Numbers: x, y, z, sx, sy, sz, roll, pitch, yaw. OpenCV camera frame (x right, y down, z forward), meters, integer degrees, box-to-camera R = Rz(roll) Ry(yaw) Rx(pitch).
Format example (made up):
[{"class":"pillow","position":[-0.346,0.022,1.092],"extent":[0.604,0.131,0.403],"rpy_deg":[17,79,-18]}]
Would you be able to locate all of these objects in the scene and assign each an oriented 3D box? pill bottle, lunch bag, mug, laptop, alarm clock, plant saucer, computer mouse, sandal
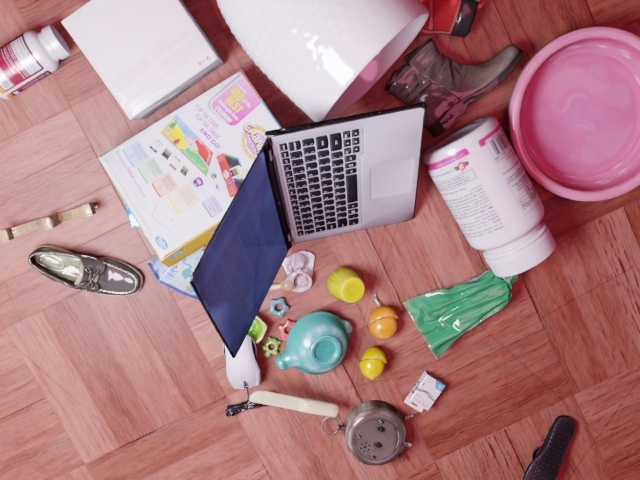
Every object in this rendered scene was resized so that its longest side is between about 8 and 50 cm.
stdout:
[{"class":"pill bottle","position":[-0.549,-0.336,1.366],"extent":[0.152,0.086,0.086],"rpy_deg":[-30,100,2]},{"class":"lunch bag","position":[-0.239,0.044,1.444],"extent":[0.151,0.096,0.129],"rpy_deg":[33,98,-37]},{"class":"mug","position":[0.004,-0.437,1.255],"extent":[0.328,0.276,0.374],"rpy_deg":[44,132,1]},{"class":"laptop","position":[0.000,0.000,1.273],"extent":[0.408,0.382,0.236],"rpy_deg":[-11,64,-2]},{"class":"alarm clock","position":[0.096,0.404,1.539],"extent":[0.192,0.064,0.129],"rpy_deg":[10,99,-1]},{"class":"plant saucer","position":[0.526,-0.245,1.439],"extent":[0.332,0.084,0.332],"rpy_deg":[0,100,-2]},{"class":"computer mouse","position":[-0.157,0.276,1.486],"extent":[0.106,0.042,0.193],"rpy_deg":[-10,119,-1]},{"class":"sandal","position":[0.492,0.460,1.583],"extent":[0.067,0.040,0.179],"rpy_deg":[33,82,-13]},{"class":"pill bottle","position":[0.330,-0.082,1.416],"extent":[0.160,0.160,0.283],"rpy_deg":[-30,99,2]}]

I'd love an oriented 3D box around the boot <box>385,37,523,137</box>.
[{"class":"boot","position":[0.257,-0.332,1.415],"extent":[0.246,0.083,0.161],"rpy_deg":[-41,93,3]}]

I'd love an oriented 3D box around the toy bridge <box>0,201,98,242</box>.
[{"class":"toy bridge","position":[-0.524,-0.038,1.428],"extent":[0.188,0.063,0.026],"rpy_deg":[-17,100,-1]}]

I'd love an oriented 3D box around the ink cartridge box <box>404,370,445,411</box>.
[{"class":"ink cartridge box","position":[0.219,0.324,1.546],"extent":[0.048,0.028,0.083],"rpy_deg":[32,97,-7]}]

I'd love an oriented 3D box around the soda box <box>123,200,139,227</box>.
[{"class":"soda box","position":[-0.273,-0.087,1.432],"extent":[0.210,0.067,0.071],"rpy_deg":[-15,100,-1]}]

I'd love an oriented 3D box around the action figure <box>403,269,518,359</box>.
[{"class":"action figure","position":[0.303,0.127,1.500],"extent":[0.232,0.063,0.137],"rpy_deg":[-30,98,6]}]

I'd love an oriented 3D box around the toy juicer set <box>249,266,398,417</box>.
[{"class":"toy juicer set","position":[0.024,0.233,1.498],"extent":[0.209,0.089,0.329],"rpy_deg":[38,87,-21]}]

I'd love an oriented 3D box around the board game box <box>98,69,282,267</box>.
[{"class":"board game box","position":[-0.213,-0.135,1.361],"extent":[0.316,0.064,0.242],"rpy_deg":[-32,75,-5]}]

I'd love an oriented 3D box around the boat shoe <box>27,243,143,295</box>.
[{"class":"boat shoe","position":[-0.466,0.066,1.444],"extent":[0.224,0.073,0.080],"rpy_deg":[17,98,-5]}]

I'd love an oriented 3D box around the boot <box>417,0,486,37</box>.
[{"class":"boot","position":[0.229,-0.510,1.380],"extent":[0.176,0.088,0.244],"rpy_deg":[0,108,-3]}]

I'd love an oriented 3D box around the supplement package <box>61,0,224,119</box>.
[{"class":"supplement package","position":[-0.317,-0.359,1.341],"extent":[0.194,0.149,0.203],"rpy_deg":[-34,100,3]}]

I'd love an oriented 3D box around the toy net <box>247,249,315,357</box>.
[{"class":"toy net","position":[-0.075,0.128,1.489],"extent":[0.122,0.045,0.232],"rpy_deg":[37,96,-8]}]
